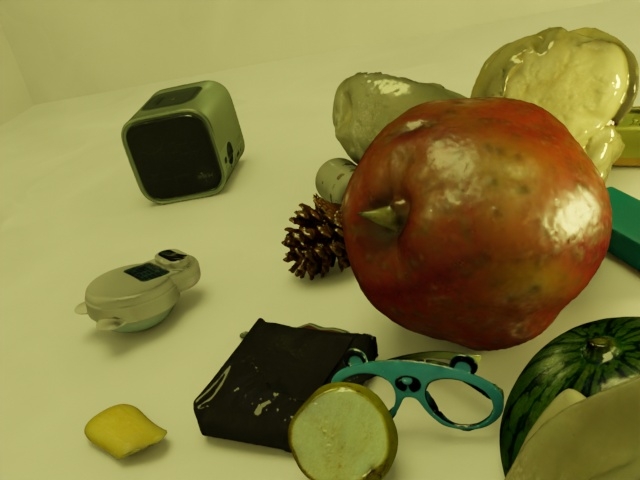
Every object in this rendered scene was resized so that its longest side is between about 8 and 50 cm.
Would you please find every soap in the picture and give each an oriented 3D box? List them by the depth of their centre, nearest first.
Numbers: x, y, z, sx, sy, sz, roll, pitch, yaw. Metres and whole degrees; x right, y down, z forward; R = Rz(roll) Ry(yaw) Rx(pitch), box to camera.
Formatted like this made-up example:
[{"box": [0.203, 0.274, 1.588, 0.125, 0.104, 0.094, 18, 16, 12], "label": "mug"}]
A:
[{"box": [-0.301, 0.297, 1.222, 0.089, 0.033, 0.168, -33, 31, -29], "label": "soap"}]

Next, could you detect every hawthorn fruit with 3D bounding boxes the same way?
[{"box": [0.199, -0.028, 1.177, 0.402, 0.403, 0.403, -12, 26, 6], "label": "hawthorn fruit"}]

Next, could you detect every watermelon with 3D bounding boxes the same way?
[{"box": [0.372, 0.187, 0.924, 0.330, 0.189, 0.331, -10, 32, 6], "label": "watermelon"}]

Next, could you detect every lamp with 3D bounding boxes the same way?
[{"box": [-0.343, 0.105, 1.546, 0.246, 0.108, 0.179, -29, 33, -30], "label": "lamp"}]

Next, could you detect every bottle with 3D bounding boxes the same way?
[{"box": [0.074, -0.102, 1.740, 0.110, 0.110, 0.233, -21, 27, -12], "label": "bottle"}]

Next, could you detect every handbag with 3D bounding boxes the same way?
[{"box": [-0.051, 0.210, 1.203, 0.223, 0.080, 0.247, 1, 33, 28], "label": "handbag"}]

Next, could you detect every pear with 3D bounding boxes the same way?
[{"box": [0.031, 0.257, 1.027, 0.141, 0.104, 0.141, -2, 69, 5], "label": "pear"}]

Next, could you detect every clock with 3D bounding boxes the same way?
[{"box": [0.658, -0.220, 1.676, 0.202, 0.096, 0.143, 4, 29, 32], "label": "clock"}]

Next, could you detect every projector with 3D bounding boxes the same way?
[{"box": [-0.364, -0.268, 2.143, 0.248, 0.249, 0.249, -9, 26, 12], "label": "projector"}]

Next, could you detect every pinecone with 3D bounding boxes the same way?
[{"box": [0.000, 0.000, 1.535, 0.173, 0.174, 0.173, -12, 26, 6], "label": "pinecone"}]

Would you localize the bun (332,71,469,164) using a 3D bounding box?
[{"box": [0.194, -0.246, 1.800, 0.359, 0.211, 0.360, 12, 4, -1], "label": "bun"}]

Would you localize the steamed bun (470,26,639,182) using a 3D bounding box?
[{"box": [0.446, -0.242, 1.590, 0.324, 0.372, 0.230, 7, 13, 6], "label": "steamed bun"}]

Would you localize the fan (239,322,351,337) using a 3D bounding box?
[{"box": [-0.056, 0.177, 1.361, 0.220, 0.009, 0.132, 6, 32, 36], "label": "fan"}]

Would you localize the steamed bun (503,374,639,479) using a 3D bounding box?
[{"box": [0.297, 0.255, 0.667, 0.367, 0.342, 0.255, -36, 17, -14], "label": "steamed bun"}]

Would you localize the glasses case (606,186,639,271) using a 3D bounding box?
[{"box": [0.540, -0.009, 1.355, 0.117, 0.070, 0.301, -13, 23, -11], "label": "glasses case"}]

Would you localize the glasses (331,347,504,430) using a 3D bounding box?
[{"box": [0.152, 0.207, 1.117, 0.239, 0.102, 0.207, -1, -8, 26], "label": "glasses"}]
